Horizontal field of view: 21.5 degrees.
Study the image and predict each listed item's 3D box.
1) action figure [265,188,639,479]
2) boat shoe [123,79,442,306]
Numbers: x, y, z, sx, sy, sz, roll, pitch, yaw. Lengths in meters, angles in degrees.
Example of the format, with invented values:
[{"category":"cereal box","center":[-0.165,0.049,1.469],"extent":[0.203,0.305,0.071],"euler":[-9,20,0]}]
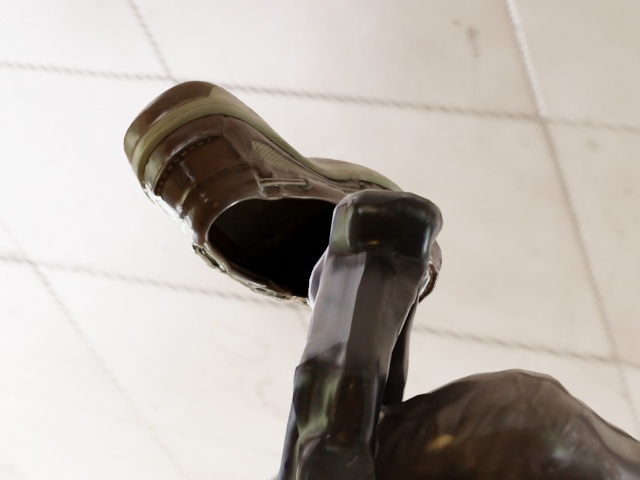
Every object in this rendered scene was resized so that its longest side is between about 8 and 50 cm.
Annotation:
[{"category":"action figure","center":[0.056,0.180,0.365],"extent":[0.178,0.330,0.341],"euler":[7,109,-9]},{"category":"boat shoe","center":[-0.006,0.006,0.931],"extent":[0.257,0.095,0.095],"euler":[24,-156,-49]}]
